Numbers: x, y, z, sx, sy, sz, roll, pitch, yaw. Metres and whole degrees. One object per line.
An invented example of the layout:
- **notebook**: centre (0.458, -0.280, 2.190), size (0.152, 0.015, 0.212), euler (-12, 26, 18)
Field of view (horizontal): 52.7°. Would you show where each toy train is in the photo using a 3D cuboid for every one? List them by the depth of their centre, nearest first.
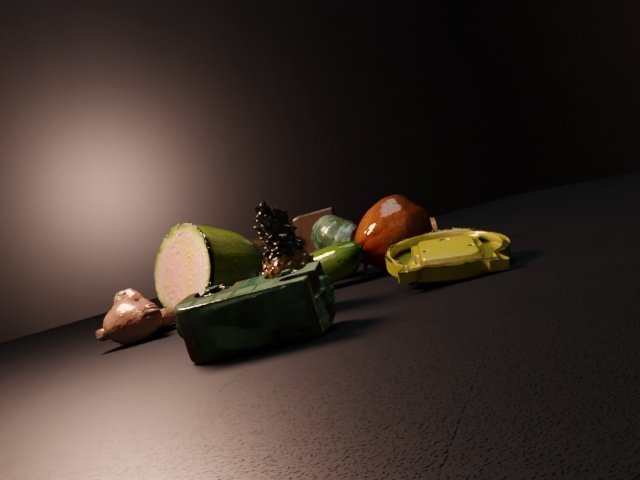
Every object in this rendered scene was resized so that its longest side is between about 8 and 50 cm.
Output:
- **toy train**: centre (-0.131, 0.140, 1.219), size (0.326, 0.129, 0.159), euler (-14, 8, 11)

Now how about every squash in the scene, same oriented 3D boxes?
- **squash**: centre (-0.045, 0.096, 1.849), size (0.394, 0.107, 0.107), euler (-22, 0, 20)
- **squash**: centre (-0.340, 0.102, 2.142), size (0.310, 0.311, 0.308), euler (-14, -12, 39)

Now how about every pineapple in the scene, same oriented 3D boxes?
- **pineapple**: centre (-0.087, 0.040, 1.479), size (0.157, 0.279, 0.158), euler (-18, 4, 1)

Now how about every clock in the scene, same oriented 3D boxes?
- **clock**: centre (0.286, 0.043, 1.450), size (0.276, 0.071, 0.293), euler (-6, 15, 13)

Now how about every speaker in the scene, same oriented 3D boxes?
- **speaker**: centre (0.000, 0.000, 2.507), size (0.192, 0.231, 0.153), euler (-16, 2, 3)

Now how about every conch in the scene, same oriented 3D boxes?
- **conch**: centre (0.050, 0.026, 1.995), size (0.195, 0.220, 0.277), euler (15, -49, -20)

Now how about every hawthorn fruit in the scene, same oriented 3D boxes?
- **hawthorn fruit**: centre (0.194, -0.001, 1.850), size (0.262, 0.210, 0.210), euler (-42, 7, -11)

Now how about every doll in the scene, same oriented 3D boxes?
- **doll**: centre (-0.531, 0.214, 1.903), size (0.201, 0.156, 0.303), euler (-22, -3, 2)

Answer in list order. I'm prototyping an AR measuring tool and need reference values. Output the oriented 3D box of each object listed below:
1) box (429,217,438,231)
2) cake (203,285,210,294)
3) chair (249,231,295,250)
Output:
- **box**: centre (0.373, -0.026, 2.187), size (0.037, 0.106, 0.105), euler (-8, 2, 2)
- **cake**: centre (-0.207, 0.188, 1.796), size (0.235, 0.099, 0.100), euler (6, 1, 0)
- **chair**: centre (-0.300, 0.107, 2.444), size (0.415, 0.203, 0.240), euler (-14, 6, -19)
